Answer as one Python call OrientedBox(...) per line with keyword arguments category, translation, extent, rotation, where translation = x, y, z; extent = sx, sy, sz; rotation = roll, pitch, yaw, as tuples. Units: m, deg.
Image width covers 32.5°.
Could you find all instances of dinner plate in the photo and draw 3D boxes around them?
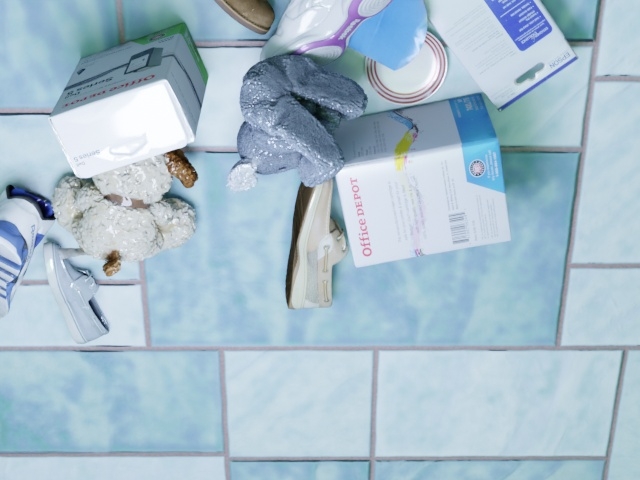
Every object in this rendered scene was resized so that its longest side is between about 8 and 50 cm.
OrientedBox(category="dinner plate", translation=(0.146, -0.299, 1.876), extent=(0.141, 0.017, 0.141), rotation=(0, 120, -1))

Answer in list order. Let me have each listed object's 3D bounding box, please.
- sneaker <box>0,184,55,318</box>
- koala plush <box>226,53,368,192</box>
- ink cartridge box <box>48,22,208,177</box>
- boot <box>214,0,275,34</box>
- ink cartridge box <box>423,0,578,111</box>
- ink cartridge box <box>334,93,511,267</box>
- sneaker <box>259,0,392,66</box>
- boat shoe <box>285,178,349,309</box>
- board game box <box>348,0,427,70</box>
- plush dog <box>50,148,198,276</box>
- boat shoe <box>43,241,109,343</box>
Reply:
OrientedBox(category="sneaker", translation=(-0.558, 0.010, 1.978), extent=(0.127, 0.182, 0.315), rotation=(34, 143, -10))
OrientedBox(category="koala plush", translation=(-0.071, -0.183, 1.815), extent=(0.203, 0.196, 0.221), rotation=(31, 148, -14))
OrientedBox(category="ink cartridge box", translation=(-0.299, -0.229, 1.764), extent=(0.199, 0.273, 0.114), rotation=(-17, 118, 9))
OrientedBox(category="boot", translation=(-0.145, -0.451, 1.718), extent=(0.115, 0.112, 0.305), rotation=(-31, 127, 14))
OrientedBox(category="ink cartridge box", translation=(0.265, -0.386, 1.803), extent=(0.165, 0.065, 0.332), rotation=(-33, 113, 16))
OrientedBox(category="ink cartridge box", translation=(0.168, -0.104, 1.880), extent=(0.270, 0.197, 0.198), rotation=(-10, 120, 5))
OrientedBox(category="sneaker", translation=(0.005, -0.387, 1.789), extent=(0.305, 0.152, 0.114), rotation=(-36, 157, 35))
OrientedBox(category="boat shoe", translation=(0.000, 0.000, 1.993), extent=(0.098, 0.109, 0.302), rotation=(3, 125, -8))
OrientedBox(category="board game box", translation=(0.105, -0.364, 1.803), extent=(0.169, 0.033, 0.133), rotation=(31, 119, 18))
OrientedBox(category="plush dog", translation=(-0.336, -0.079, 1.887), extent=(0.263, 0.210, 0.225), rotation=(12, 114, -6))
OrientedBox(category="boat shoe", translation=(-0.453, 0.092, 2.059), extent=(0.081, 0.079, 0.227), rotation=(-16, 123, -3))
